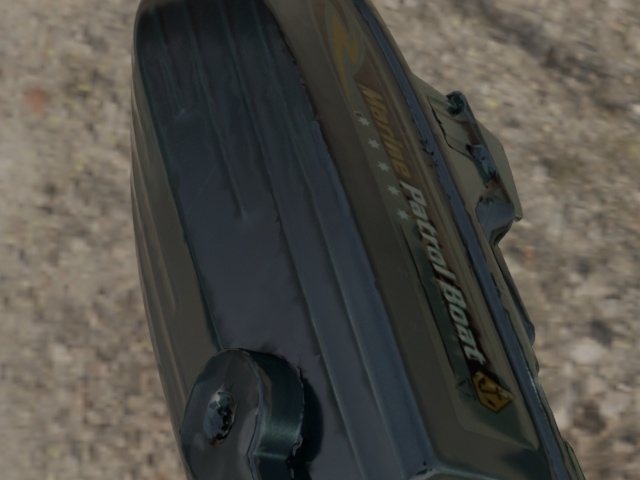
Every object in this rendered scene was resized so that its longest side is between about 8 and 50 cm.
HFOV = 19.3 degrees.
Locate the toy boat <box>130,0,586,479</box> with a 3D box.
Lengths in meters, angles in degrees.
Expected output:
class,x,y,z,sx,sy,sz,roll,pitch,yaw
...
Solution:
class,x,y,z,sx,sy,sz,roll,pitch,yaw
toy boat,0.003,0.002,0.608,0.114,0.122,0.296,-51,37,31
